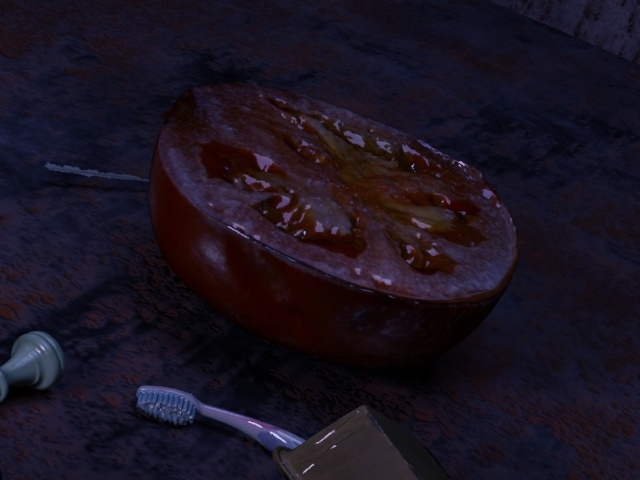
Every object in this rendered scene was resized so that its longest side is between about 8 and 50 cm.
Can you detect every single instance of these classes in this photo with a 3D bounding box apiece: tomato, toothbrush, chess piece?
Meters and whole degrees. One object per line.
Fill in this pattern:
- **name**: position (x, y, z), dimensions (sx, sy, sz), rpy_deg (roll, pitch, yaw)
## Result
- **tomato**: position (-0.003, 0.007, 1.265), dimensions (0.338, 0.144, 0.338), rpy_deg (17, 27, -9)
- **toothbrush**: position (-0.005, 0.153, 1.084), dimensions (0.269, 0.021, 0.027), rpy_deg (18, 35, -2)
- **chess piece**: position (-0.218, 0.095, 1.025), dimensions (0.042, 0.042, 0.093), rpy_deg (29, 31, 22)

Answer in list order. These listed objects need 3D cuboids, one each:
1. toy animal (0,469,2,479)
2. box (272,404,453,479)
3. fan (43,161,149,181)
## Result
- **toy animal**: position (-0.350, 0.105, 0.809), dimensions (0.343, 0.106, 0.168), rpy_deg (5, 26, -39)
- **box**: position (0.040, 0.186, 0.959), dimensions (0.111, 0.111, 0.177), rpy_deg (2, 32, -37)
- **fan**: position (-0.122, -0.051, 1.469), dimensions (0.329, 0.009, 0.191), rpy_deg (5, 28, -38)
